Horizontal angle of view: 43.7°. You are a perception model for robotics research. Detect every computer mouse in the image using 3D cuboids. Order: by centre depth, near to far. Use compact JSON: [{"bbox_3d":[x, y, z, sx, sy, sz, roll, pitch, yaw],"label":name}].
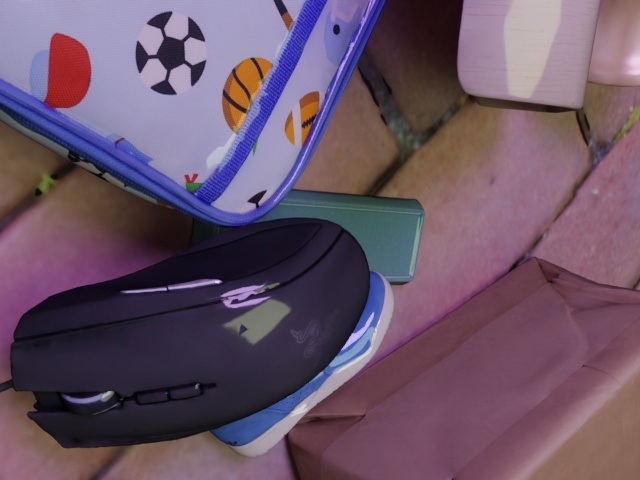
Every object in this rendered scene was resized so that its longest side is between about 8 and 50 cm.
[{"bbox_3d":[-0.088,0.096,0.410,0.262,0.060,0.184,-13,122,-13],"label":"computer mouse"}]

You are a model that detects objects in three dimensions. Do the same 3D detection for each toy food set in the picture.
[{"bbox_3d":[0.110,-0.186,0.449,0.306,0.092,0.219,-33,131,-74],"label":"toy food set"}]

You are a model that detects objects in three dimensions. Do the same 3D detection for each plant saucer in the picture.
[{"bbox_3d":[0.000,0.000,0.543,0.192,0.018,0.067,2,100,-38],"label":"plant saucer"}]

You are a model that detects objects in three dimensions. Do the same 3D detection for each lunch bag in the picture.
[{"bbox_3d":[-0.053,-0.172,0.396,0.243,0.115,0.303,33,82,-41],"label":"lunch bag"}]

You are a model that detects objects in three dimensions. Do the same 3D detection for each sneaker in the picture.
[{"bbox_3d":[-0.022,0.062,0.510,0.152,0.058,0.084,-44,132,-6],"label":"sneaker"}]

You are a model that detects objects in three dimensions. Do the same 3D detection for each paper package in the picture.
[{"bbox_3d":[0.164,0.226,0.638,0.309,0.168,0.324,-30,118,-31],"label":"paper package"}]

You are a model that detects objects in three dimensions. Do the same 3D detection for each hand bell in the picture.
[{"bbox_3d":[0.223,-0.242,0.543,0.126,0.126,0.242,-33,137,-28],"label":"hand bell"}]
